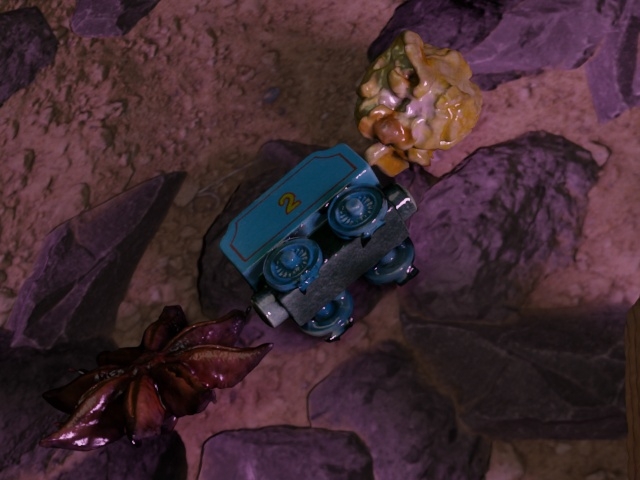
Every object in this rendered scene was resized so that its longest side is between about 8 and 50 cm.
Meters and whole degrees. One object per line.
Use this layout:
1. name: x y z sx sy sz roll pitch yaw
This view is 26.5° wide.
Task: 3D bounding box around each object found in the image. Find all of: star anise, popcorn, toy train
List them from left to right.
1. star anise: -0.167 0.161 1.413 0.272 0.103 0.272 -18 23 8
2. toy train: 0.000 0.000 1.442 0.203 0.112 0.163 -39 44 -6
3. popcorn: 0.106 -0.151 1.494 0.141 0.162 0.135 -1 12 -3

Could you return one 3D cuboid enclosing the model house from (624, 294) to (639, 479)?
1. model house: 0.337 0.139 1.103 0.174 0.234 0.193 -7 57 22
